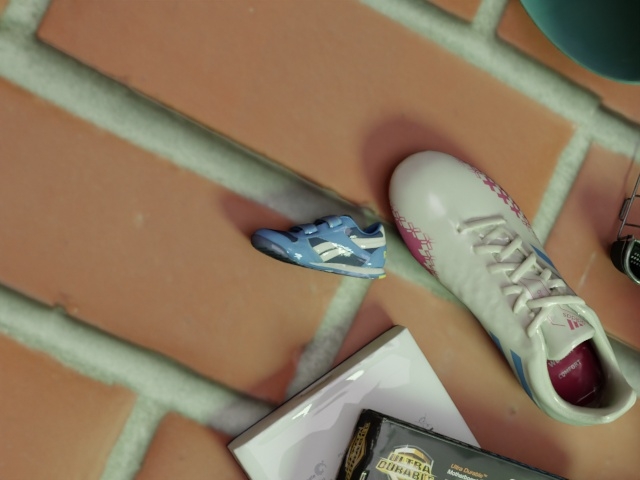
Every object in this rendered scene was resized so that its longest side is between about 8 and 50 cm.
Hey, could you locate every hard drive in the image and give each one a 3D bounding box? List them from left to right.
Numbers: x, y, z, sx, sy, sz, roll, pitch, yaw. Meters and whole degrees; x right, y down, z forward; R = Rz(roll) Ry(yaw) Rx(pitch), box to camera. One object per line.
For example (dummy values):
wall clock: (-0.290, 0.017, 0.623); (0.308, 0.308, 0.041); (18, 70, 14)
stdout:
hard drive: (0.078, 0.274, 1.795); (0.210, 0.040, 0.319); (-35, 103, -12)

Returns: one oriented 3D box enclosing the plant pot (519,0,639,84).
plant pot: (0.345, -0.326, 1.723); (0.235, 0.293, 0.293); (-28, 102, -30)

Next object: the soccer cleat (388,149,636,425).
soccer cleat: (0.198, 0.045, 1.765); (0.116, 0.143, 0.331); (-41, 104, -11)

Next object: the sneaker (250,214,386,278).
sneaker: (0.000, 0.000, 1.748); (0.144, 0.053, 0.059); (10, 91, -27)

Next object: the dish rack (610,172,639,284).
dish rack: (0.424, -0.058, 1.867); (0.208, 0.074, 0.271); (21, 87, -19)

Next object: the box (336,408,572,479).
box: (0.129, 0.347, 1.756); (0.295, 0.073, 0.293); (20, 87, -17)
